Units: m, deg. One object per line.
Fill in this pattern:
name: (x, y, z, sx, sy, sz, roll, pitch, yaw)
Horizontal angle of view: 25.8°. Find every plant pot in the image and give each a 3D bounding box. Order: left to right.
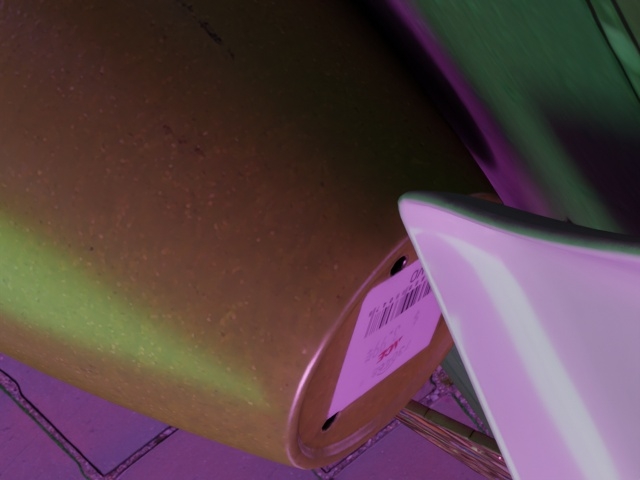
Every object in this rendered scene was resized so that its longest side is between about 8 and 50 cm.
plant pot: (-0.075, -0.042, 0.614, 0.293, 0.275, 0.275, 37, 173, 24)

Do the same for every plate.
plate: (0.124, 0.110, 0.340, 0.278, 0.045, 0.277, 65, 170, -9)

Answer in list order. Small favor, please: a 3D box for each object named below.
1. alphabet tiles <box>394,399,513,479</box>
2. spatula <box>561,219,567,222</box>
alphabet tiles: (0.123, 0.139, 0.777, 0.198, 0.009, 0.237, 36, 171, -31)
spatula: (0.140, 0.127, 0.501, 0.168, 0.019, 0.242, 93, 154, -44)
